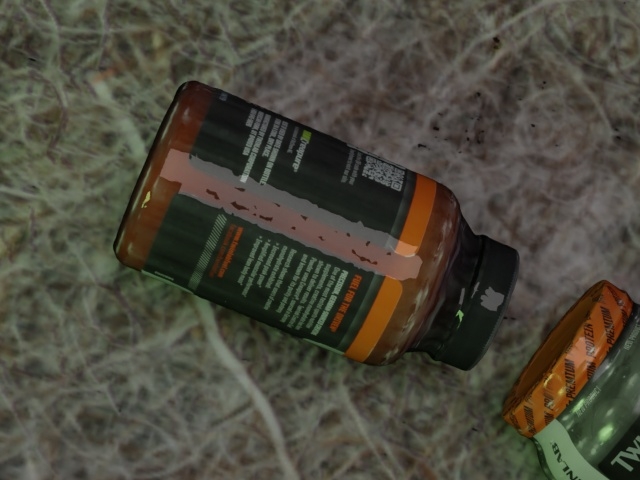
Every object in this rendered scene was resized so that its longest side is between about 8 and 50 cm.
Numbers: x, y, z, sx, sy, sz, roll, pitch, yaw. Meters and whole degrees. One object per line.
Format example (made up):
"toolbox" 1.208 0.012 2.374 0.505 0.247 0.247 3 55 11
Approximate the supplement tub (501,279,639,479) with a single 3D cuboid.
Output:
"supplement tub" 0.196 0.112 0.938 0.190 0.117 0.117 36 73 0

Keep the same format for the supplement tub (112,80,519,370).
"supplement tub" 0.000 0.000 0.934 0.198 0.106 0.106 23 73 -4
